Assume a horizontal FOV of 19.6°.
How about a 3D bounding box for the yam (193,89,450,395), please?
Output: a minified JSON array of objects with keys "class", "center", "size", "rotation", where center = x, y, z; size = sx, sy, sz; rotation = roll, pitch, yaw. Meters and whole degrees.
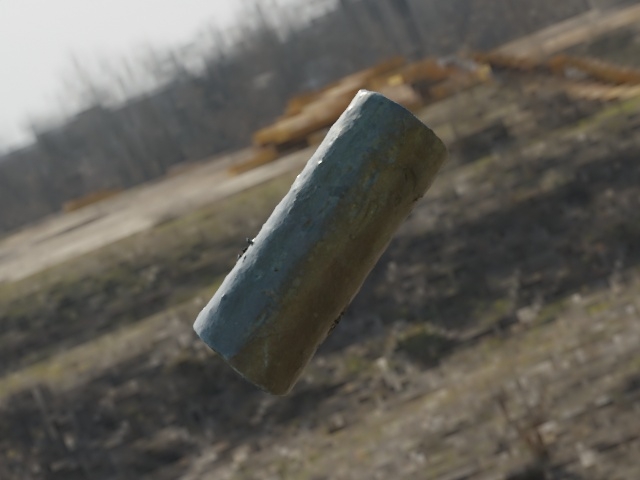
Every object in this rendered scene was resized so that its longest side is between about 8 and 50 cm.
[{"class":"yam","center":[0.000,0.000,1.012],"size":[0.169,0.068,0.068],"rotation":[-55,7,-2]}]
